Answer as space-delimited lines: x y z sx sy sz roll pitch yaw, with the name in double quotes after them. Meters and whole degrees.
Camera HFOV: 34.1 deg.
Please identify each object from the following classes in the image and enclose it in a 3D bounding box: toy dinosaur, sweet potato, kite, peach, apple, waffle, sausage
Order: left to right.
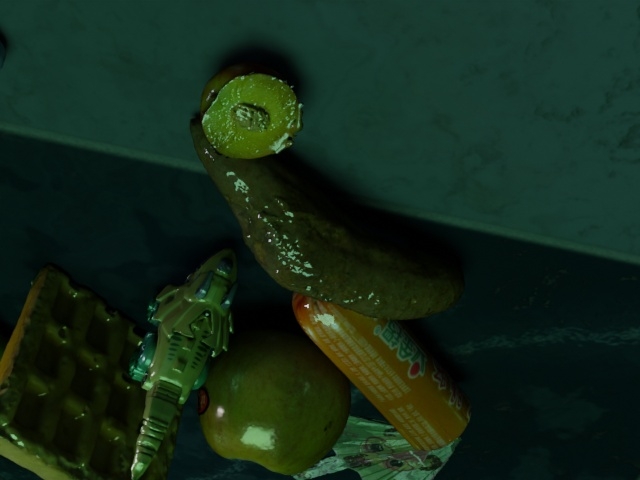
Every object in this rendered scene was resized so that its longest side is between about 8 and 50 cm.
-0.261 0.182 1.195 0.055 0.221 0.248 -24 129 33 "waffle"
-0.157 0.132 1.122 0.094 0.259 0.153 25 165 -14 "toy dinosaur"
-0.063 -0.121 0.930 0.098 0.061 0.098 -11 136 -11 "peach"
-0.055 0.185 1.192 0.182 0.155 0.182 12 160 5 "apple"
0.000 0.004 1.025 0.341 0.114 0.092 31 153 -22 "sweet potato"
0.073 0.300 1.430 0.267 0.013 0.323 -17 133 27 "kite"
0.062 0.121 1.165 0.092 0.093 0.312 -17 132 28 "sausage"

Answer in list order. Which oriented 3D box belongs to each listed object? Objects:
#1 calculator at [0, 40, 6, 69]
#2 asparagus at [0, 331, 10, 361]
-0.369 -0.201 0.910 0.121 0.039 0.210 -12 135 27 "calculator"
-0.408 0.140 1.294 0.067 0.060 0.278 11 151 47 "asparagus"
